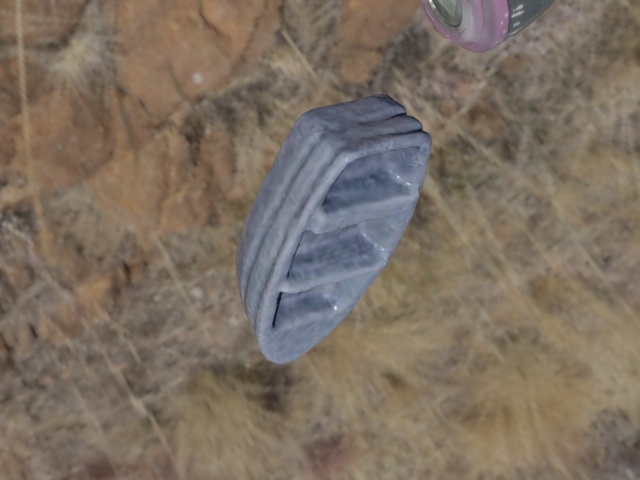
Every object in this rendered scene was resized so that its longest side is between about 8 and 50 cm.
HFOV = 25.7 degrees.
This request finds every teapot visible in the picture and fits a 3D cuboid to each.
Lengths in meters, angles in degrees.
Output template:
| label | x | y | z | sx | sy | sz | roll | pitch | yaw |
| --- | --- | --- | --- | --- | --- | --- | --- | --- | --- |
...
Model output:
| label | x | y | z | sx | sy | sz | roll | pitch | yaw |
| --- | --- | --- | --- | --- | --- | --- | --- | --- | --- |
| teapot | 0.162 | -0.247 | 1.195 | 0.146 | 0.116 | 0.148 | -28 | 145 | -18 |

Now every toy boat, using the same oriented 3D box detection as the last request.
| label | x | y | z | sx | sy | sz | roll | pitch | yaw |
| --- | --- | --- | --- | --- | --- | --- | --- | --- | --- |
| toy boat | 0.000 | 0.000 | 1.151 | 0.127 | 0.078 | 0.283 | -17 | 149 | -34 |
